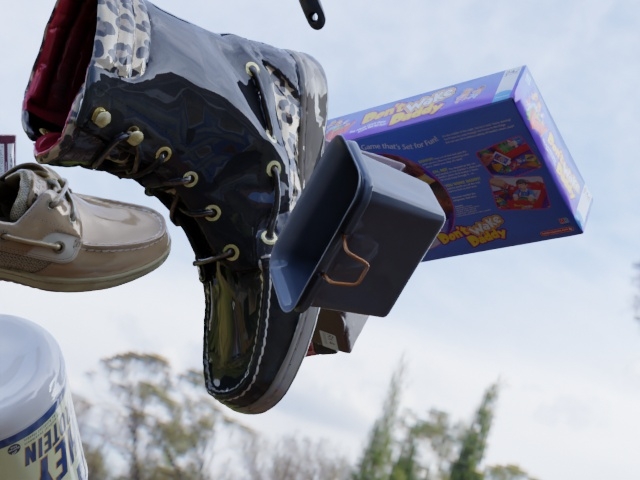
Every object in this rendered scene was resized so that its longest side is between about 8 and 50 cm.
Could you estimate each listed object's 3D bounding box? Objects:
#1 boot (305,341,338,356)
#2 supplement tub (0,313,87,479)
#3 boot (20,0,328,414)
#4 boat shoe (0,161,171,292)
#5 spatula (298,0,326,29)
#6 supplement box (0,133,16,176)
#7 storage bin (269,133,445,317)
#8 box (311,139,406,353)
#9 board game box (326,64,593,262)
[{"bbox_3d":[-0.039,0.076,1.749,0.176,0.244,0.088,-16,-21,19],"label":"boot"},{"bbox_3d":[-0.452,0.289,1.512,0.235,0.235,0.325,13,-51,17],"label":"supplement tub"},{"bbox_3d":[-0.131,-0.047,1.004,0.284,0.377,0.138,21,-21,-41],"label":"boot"},{"bbox_3d":[-0.312,-0.020,1.180,0.341,0.121,0.110,-1,-53,-33],"label":"boat shoe"},{"bbox_3d":[-0.048,-0.426,1.487,0.084,0.296,0.030,-20,-5,35],"label":"spatula"},{"bbox_3d":[-0.557,-0.114,1.665,0.188,0.104,0.081,5,7,32],"label":"supplement box"},{"bbox_3d":[0.033,0.001,0.854,0.091,0.098,0.135,15,-61,-24],"label":"storage bin"},{"bbox_3d":[0.000,0.000,1.396,0.167,0.203,0.168,20,-30,19],"label":"box"},{"bbox_3d":[0.171,-0.090,1.527,0.347,0.078,0.233,-11,-55,36],"label":"board game box"}]
